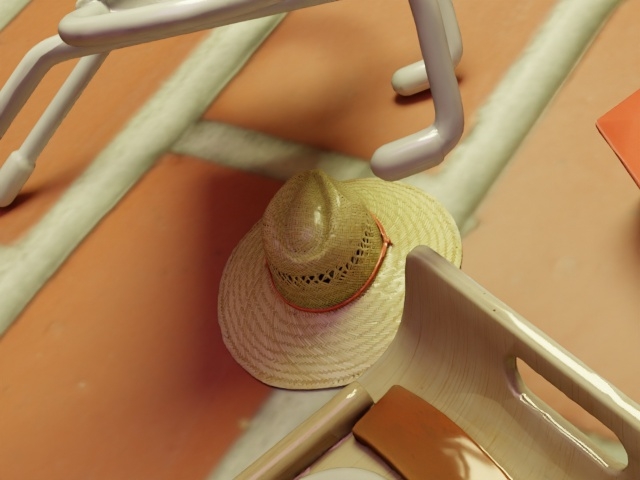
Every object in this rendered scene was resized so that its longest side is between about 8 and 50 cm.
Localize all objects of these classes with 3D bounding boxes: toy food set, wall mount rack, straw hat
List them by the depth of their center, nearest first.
[{"bbox_3d":[-0.007,0.150,0.514,0.306,0.092,0.220,-37,45,-14],"label":"toy food set"},{"bbox_3d":[0.000,0.000,0.677,0.144,0.061,0.144,-13,45,13],"label":"straw hat"},{"bbox_3d":[-0.081,-0.078,0.688,0.304,0.130,0.350,-12,16,9],"label":"wall mount rack"}]

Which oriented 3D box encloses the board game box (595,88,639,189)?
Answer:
[{"bbox_3d":[0.299,-0.057,0.531,0.316,0.064,0.242,-37,41,13],"label":"board game box"}]
